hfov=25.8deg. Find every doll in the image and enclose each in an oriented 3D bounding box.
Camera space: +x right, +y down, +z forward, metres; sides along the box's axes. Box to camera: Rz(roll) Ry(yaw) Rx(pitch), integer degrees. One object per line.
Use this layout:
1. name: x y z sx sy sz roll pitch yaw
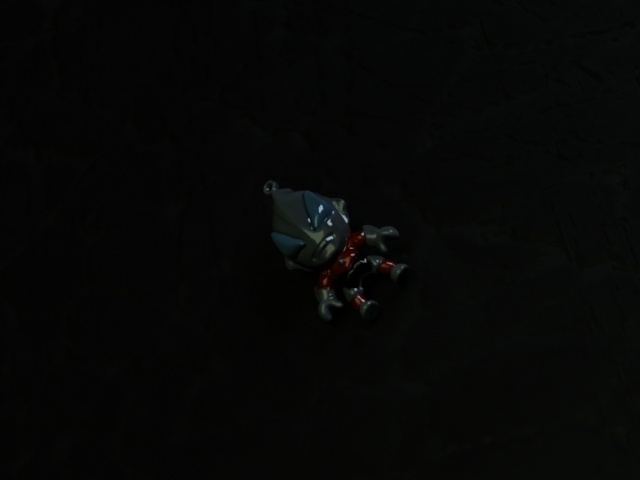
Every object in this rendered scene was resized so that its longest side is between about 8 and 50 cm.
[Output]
1. doll: -0.001 0.000 0.788 0.114 0.039 0.057 42 124 33
